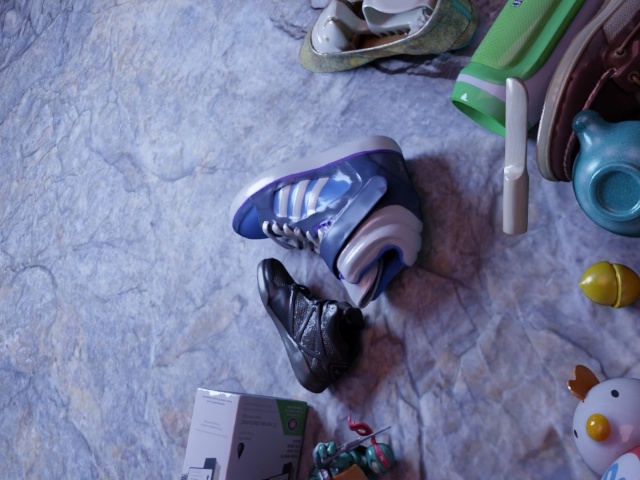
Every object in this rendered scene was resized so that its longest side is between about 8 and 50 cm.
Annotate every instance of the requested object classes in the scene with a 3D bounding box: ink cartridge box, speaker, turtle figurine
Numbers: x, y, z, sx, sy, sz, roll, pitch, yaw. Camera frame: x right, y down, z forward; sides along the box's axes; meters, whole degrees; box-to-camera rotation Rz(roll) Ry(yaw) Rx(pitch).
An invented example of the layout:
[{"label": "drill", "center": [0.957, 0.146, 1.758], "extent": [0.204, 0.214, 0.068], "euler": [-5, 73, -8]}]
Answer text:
[{"label": "ink cartridge box", "center": [-0.113, 0.333, 0.972], "extent": [0.092, 0.160, 0.219], "euler": [-1, 75, 37]}, {"label": "speaker", "center": [0.297, -0.285, 0.888], "extent": [0.131, 0.131, 0.296], "euler": [38, 99, 39]}, {"label": "turtle figurine", "center": [0.025, 0.335, 0.899], "extent": [0.234, 0.118, 0.175], "euler": [-35, 99, 8]}]

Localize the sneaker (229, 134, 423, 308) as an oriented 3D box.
[{"label": "sneaker", "center": [0.001, 0.000, 1.015], "extent": [0.322, 0.130, 0.236], "euler": [-22, 59, 24]}]

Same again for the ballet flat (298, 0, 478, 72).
[{"label": "ballet flat", "center": [0.078, -0.348, 1.085], "extent": [0.348, 0.123, 0.123], "euler": [5, 78, 39]}]

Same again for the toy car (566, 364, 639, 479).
[{"label": "toy car", "center": [0.316, 0.212, 0.673], "extent": [0.219, 0.210, 0.238], "euler": [-59, 37, 21]}]

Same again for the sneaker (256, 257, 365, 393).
[{"label": "sneaker", "center": [-0.010, 0.101, 1.022], "extent": [0.130, 0.087, 0.227], "euler": [-40, 58, 18]}]

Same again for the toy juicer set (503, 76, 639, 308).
[{"label": "toy juicer set", "center": [0.336, -0.035, 0.770], "extent": [0.329, 0.089, 0.209], "euler": [32, 128, 26]}]

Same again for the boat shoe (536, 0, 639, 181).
[{"label": "boat shoe", "center": [0.382, -0.214, 0.807], "extent": [0.123, 0.123, 0.342], "euler": [31, 89, 41]}]
